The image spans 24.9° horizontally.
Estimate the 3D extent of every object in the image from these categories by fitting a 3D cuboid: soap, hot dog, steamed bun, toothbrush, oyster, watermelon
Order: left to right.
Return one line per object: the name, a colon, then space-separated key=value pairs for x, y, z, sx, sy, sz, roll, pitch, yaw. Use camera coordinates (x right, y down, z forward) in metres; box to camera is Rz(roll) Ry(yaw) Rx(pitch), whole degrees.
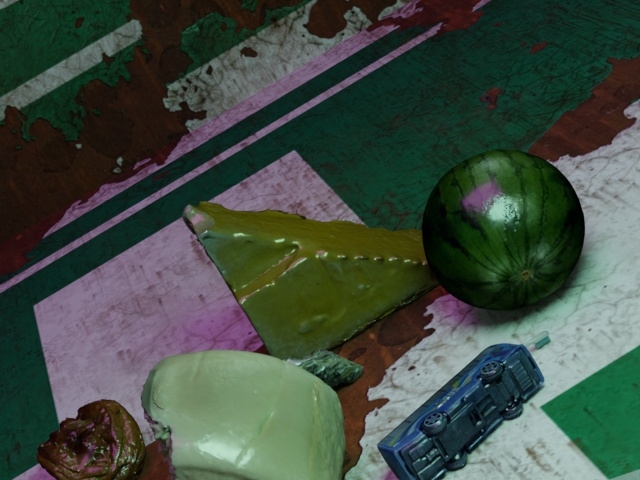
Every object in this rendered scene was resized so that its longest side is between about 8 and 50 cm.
hot dog: x=-0.368 y=0.334 z=2.317 sx=0.160 sy=0.099 sz=0.227 roll=-40 pitch=23 yaw=-24
steamed bun: x=-0.116 y=0.278 z=1.904 sx=0.274 sy=0.272 sz=0.290 roll=-20 pitch=41 yaw=13
oyster: x=-0.080 y=0.246 z=2.174 sx=0.199 sy=0.087 sz=0.252 roll=-34 pitch=-3 yaw=42
soap: x=0.000 y=0.000 z=2.307 sx=0.339 sy=0.304 sz=0.169 roll=-32 pitch=27 yaw=-5
toothbrush: x=0.237 y=0.187 z=2.016 sx=0.204 sy=0.022 sz=0.017 roll=-34 pitch=24 yaw=-9
watermelon: x=0.267 y=-0.016 z=2.126 sx=0.242 sy=0.242 sz=0.242 roll=-24 pitch=24 yaw=12

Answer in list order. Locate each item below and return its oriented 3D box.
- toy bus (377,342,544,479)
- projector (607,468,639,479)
toy bus: x=0.184 y=0.227 z=1.924 sx=0.236 sy=0.079 sz=0.094 roll=-39 pitch=23 yaw=-20
projector: x=0.334 y=0.322 z=1.591 sx=0.115 sy=0.061 sz=0.147 roll=-24 pitch=23 yaw=17
